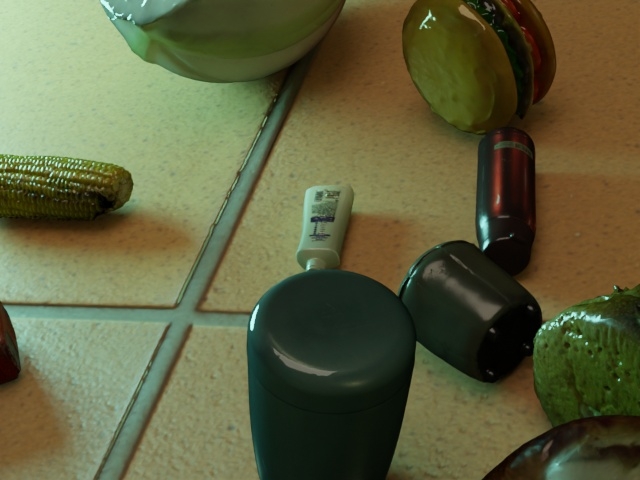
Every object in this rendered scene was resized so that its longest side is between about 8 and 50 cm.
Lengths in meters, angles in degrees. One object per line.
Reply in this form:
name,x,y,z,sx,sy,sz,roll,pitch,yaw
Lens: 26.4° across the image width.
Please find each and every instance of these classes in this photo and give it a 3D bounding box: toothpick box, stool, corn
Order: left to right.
corn,-0.293,-0.056,1.431,0.203,0.072,0.072,3,42,20
toothpick box,0.004,0.122,1.012,0.120,0.184,0.120,2,43,-2
stool,0.123,0.059,1.129,0.096,0.096,0.110,-33,47,-21

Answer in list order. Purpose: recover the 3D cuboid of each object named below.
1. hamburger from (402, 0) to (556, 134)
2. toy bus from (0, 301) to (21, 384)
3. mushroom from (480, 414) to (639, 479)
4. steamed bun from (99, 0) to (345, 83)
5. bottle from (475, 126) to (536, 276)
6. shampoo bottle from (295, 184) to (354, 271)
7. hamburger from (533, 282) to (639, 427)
hamburger,0.157,-0.189,1.369,0.115,0.162,0.162,-34,42,-25
toy bus,-0.395,0.120,1.251,0.234,0.074,0.096,-20,45,-7
mushroom,0.175,0.213,0.810,0.267,0.255,0.267,0,40,0
steamed bun,-0.085,-0.313,1.537,0.309,0.309,0.309,-10,38,8
bottle,0.169,-0.034,1.256,0.060,0.060,0.164,-5,40,13
shampoo bottle,0.000,0.000,1.289,0.049,0.034,0.141,1,41,9
hamburger,0.285,0.094,0.965,0.167,0.192,0.288,-22,38,-23
